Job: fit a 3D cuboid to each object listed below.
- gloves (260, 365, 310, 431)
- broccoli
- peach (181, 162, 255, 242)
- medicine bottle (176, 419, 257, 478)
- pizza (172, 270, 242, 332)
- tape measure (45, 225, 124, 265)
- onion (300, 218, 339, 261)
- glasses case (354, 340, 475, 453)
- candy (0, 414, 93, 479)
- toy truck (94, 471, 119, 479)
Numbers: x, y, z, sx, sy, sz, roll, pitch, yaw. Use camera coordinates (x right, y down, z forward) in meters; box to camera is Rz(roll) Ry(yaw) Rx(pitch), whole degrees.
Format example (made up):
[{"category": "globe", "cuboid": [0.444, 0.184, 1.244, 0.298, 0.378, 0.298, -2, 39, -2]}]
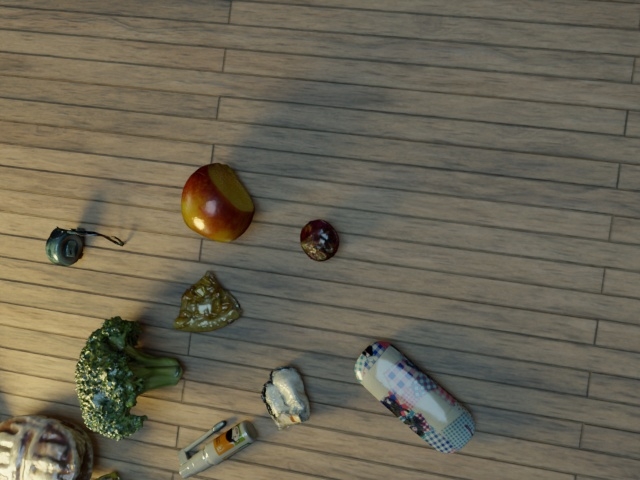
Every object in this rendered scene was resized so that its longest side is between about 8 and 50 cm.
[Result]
[{"category": "gloves", "cuboid": [-0.088, 0.394, 1.689, 0.114, 0.070, 0.153, -21, 80, 18]}, {"category": "broccoli", "cuboid": [-0.503, 0.338, 1.679, 0.235, 0.260, 0.288, 7, 89, 24]}, {"category": "peach", "cuboid": [-0.251, -0.096, 1.658, 0.190, 0.190, 0.192, 19, 90, 9]}, {"category": "medicine bottle", "cuboid": [-0.274, 0.531, 1.732, 0.221, 0.061, 0.092, -34, 60, 9]}, {"category": "pizza", "cuboid": [-0.293, 0.158, 1.727, 0.182, 0.062, 0.161, 1, 89, 11]}, {"category": "tape measure", "cuboid": [-0.622, 0.023, 1.760, 0.180, 0.104, 0.107, 10, 89, 10]}, {"category": "onion", "cuboid": [0.000, 0.000, 1.662, 0.107, 0.097, 0.107, 12, 110, 35]}, {"category": "glasses case", "cuboid": [0.228, 0.379, 1.628, 0.327, 0.076, 0.125, 40, 99, 7]}, {"category": "candy", "cuboid": [-0.736, 0.570, 1.761, 0.290, 0.157, 0.214, 7, 77, 16]}, {"category": "toy truck", "cuboid": [-0.530, 0.753, 1.742, 0.111, 0.136, 0.285, -24, 83, 31]}]
